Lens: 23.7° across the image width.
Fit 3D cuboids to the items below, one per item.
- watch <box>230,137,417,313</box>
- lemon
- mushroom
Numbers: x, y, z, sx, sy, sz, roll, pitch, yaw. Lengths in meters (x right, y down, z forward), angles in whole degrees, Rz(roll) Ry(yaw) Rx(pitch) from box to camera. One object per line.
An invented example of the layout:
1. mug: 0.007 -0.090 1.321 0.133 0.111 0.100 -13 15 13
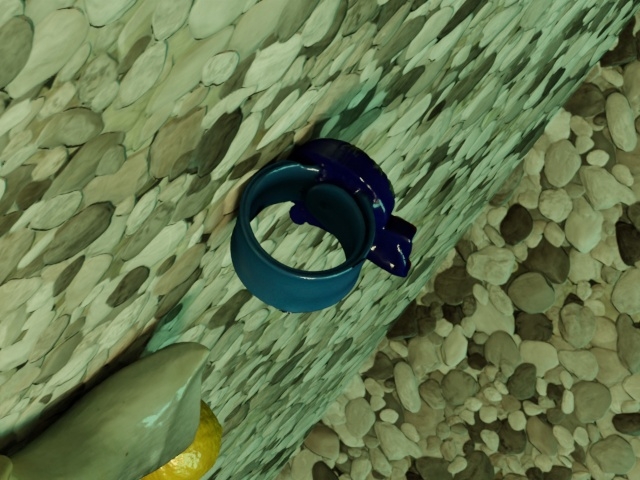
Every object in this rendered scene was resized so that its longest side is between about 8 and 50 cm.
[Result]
1. watch: -0.005 -0.007 1.844 0.200 0.196 0.171 -48 160 -31
2. lemon: -0.210 0.280 2.148 0.142 0.142 0.187 -49 173 6
3. mushroom: -0.300 0.263 1.845 0.397 0.126 0.177 -35 152 -43
